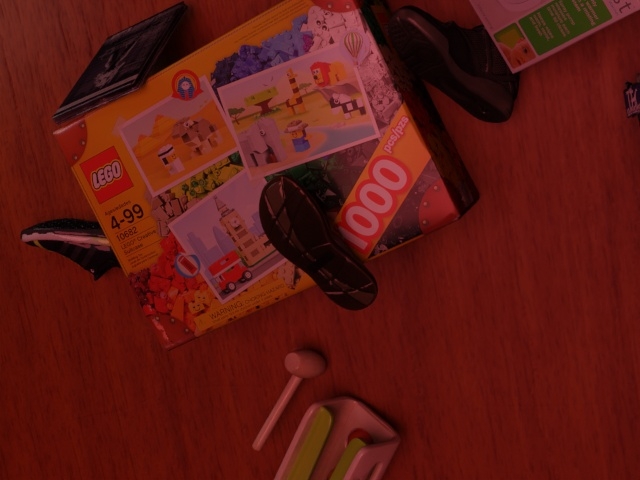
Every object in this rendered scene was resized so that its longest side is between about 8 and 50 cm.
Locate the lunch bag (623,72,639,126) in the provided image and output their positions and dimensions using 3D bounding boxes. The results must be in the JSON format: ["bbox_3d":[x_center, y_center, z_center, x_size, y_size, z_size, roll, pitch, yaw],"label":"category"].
[{"bbox_3d":[0.562,-0.121,1.368,0.305,0.212,0.256,-9,84,20],"label":"lunch bag"}]

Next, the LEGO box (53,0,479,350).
[{"bbox_3d":[-0.075,-0.113,1.574,0.500,0.193,0.372,-26,93,21],"label":"LEGO box"}]

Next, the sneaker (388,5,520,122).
[{"bbox_3d":[0.193,-0.273,1.474,0.227,0.087,0.130,32,69,-25],"label":"sneaker"}]

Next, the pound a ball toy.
[{"bbox_3d":[-0.003,0.352,1.702,0.208,0.136,0.319,37,112,35],"label":"pound a ball toy"}]

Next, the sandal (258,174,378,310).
[{"bbox_3d":[0.000,0.000,1.446,0.090,0.060,0.219,-37,105,27],"label":"sandal"}]

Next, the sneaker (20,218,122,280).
[{"bbox_3d":[-0.389,0.021,1.762,0.234,0.084,0.097,4,104,17],"label":"sneaker"}]

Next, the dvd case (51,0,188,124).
[{"bbox_3d":[-0.296,-0.266,1.596,0.164,0.221,0.018,-17,125,30],"label":"dvd case"}]

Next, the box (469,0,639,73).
[{"bbox_3d":[0.292,-0.386,1.369,0.231,0.127,0.262,-20,104,55],"label":"box"}]
